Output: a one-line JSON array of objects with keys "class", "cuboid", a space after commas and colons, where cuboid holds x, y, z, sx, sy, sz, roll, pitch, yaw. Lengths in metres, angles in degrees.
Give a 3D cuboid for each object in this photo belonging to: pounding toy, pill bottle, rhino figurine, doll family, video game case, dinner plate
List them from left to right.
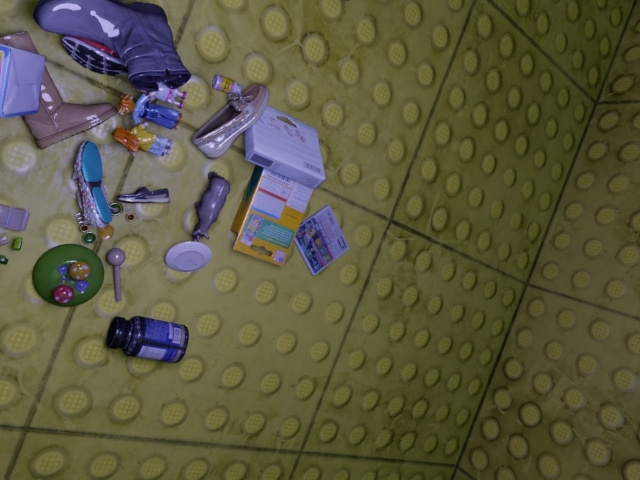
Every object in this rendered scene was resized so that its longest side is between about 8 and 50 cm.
[{"class": "pounding toy", "cuboid": [-0.669, 0.109, 1.383, 0.237, 0.110, 0.183, 1, 101, -31]}, {"class": "doll family", "cuboid": [-0.475, -0.326, 1.351, 0.163, 0.118, 0.263, 12, 120, -33]}, {"class": "pill bottle", "cuboid": [-0.526, 0.299, 1.506, 0.219, 0.123, 0.123, 20, 90, -33]}, {"class": "dinner plate", "cuboid": [-0.410, 0.057, 1.540, 0.141, 0.017, 0.141, -13, 141, -11]}, {"class": "rhino figurine", "cuboid": [-0.350, -0.093, 1.533, 0.073, 0.106, 0.243, 22, 89, -33]}, {"class": "pill bottle", "cuboid": [-0.287, -0.477, 1.521, 0.083, 0.043, 0.043, 11, 95, -33]}, {"class": "video game case", "cuboid": [0.000, 0.000, 1.821, 0.183, 0.023, 0.201, -36, 118, -20]}]

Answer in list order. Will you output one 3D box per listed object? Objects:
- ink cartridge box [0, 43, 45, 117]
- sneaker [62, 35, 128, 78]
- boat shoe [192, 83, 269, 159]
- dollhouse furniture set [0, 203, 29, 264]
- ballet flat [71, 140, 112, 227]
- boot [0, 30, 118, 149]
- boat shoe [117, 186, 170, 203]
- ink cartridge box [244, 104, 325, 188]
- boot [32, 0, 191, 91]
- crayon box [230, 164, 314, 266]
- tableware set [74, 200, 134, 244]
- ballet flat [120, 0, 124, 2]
[{"class": "ink cartridge box", "cuboid": [-0.834, -0.386, 1.035, 0.395, 0.270, 0.151, 14, 102, -18]}, {"class": "sneaker", "cuboid": [-0.546, -0.512, 1.339, 0.279, 0.107, 0.118, 9, 78, -36]}, {"class": "boat shoe", "cuboid": [-0.268, -0.376, 1.503, 0.285, 0.104, 0.089, -52, 137, -5]}, {"class": "dollhouse furniture set", "cuboid": [-0.829, -0.015, 1.308, 0.076, 0.058, 0.152, 13, 75, -26]}, {"class": "ballet flat", "cuboid": [-0.640, -0.150, 1.355, 0.091, 0.077, 0.241, -13, 93, -73]}, {"class": "boot", "cuboid": [-0.691, -0.400, 1.266, 0.236, 0.089, 0.269, -32, 115, -22]}, {"class": "boat shoe", "cuboid": [-0.520, -0.134, 1.455, 0.152, 0.056, 0.049, -4, 94, -43]}, {"class": "ink cartridge box", "cuboid": [-0.119, -0.315, 1.610, 0.275, 0.060, 0.239, 19, 46, -33]}, {"class": "boot", "cuboid": [-0.498, -0.484, 1.222, 0.338, 0.118, 0.223, -16, 79, -37]}, {"class": "crayon box", "cuboid": [-0.164, -0.097, 1.661, 0.203, 0.083, 0.323, 22, 88, -33]}, {"class": "tableware set", "cuboid": [-0.619, -0.053, 1.427, 0.154, 0.024, 0.104, -24, 113, -25]}, {"class": "ballet flat", "cuboid": [-0.569, -0.643, 1.304, 0.168, 0.057, 0.052, -29, 124, -23]}]
